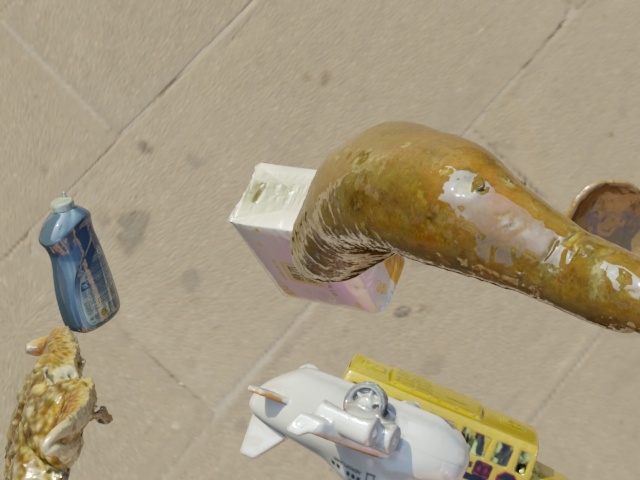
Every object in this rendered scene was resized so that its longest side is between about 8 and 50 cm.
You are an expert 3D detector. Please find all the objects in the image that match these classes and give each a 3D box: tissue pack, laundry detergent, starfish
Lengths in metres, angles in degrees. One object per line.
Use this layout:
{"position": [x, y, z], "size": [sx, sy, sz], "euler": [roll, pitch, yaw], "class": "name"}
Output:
{"position": [0.000, 0.000, 1.785], "size": [0.185, 0.225, 0.124], "euler": [10, 62, 28], "class": "tissue pack"}
{"position": [-0.356, 0.028, 1.743], "size": [0.097, 0.061, 0.206], "euler": [-31, 119, -41], "class": "laundry detergent"}
{"position": [-0.152, 0.121, 0.616], "size": [0.050, 0.247, 0.138], "euler": [28, 90, -13], "class": "starfish"}

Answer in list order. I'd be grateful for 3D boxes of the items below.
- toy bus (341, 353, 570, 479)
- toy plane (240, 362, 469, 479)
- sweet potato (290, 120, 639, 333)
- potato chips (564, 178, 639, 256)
{"position": [0.170, 0.261, 1.520], "size": [0.336, 0.121, 0.123], "euler": [22, 98, 4], "class": "toy bus"}
{"position": [0.033, 0.200, 1.213], "size": [0.245, 0.245, 0.117], "euler": [22, 81, -12], "class": "toy plane"}
{"position": [0.060, -0.014, 0.656], "size": [0.079, 0.346, 0.108], "euler": [-47, 115, -17], "class": "sweet potato"}
{"position": [0.487, -0.011, 2.062], "size": [0.195, 0.062, 0.208], "euler": [-43, 114, -5], "class": "potato chips"}
